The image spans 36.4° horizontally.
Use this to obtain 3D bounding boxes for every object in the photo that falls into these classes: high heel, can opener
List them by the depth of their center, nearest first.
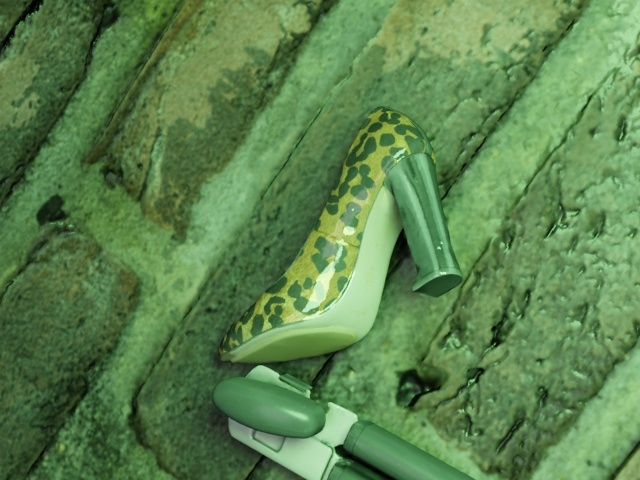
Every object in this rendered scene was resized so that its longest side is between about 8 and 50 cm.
[{"bbox_3d":[0.030,0.198,0.846,0.283,0.095,0.076,25,97,21],"label":"can opener"},{"bbox_3d":[0.000,0.000,0.892,0.261,0.093,0.186,-26,60,27],"label":"high heel"}]
